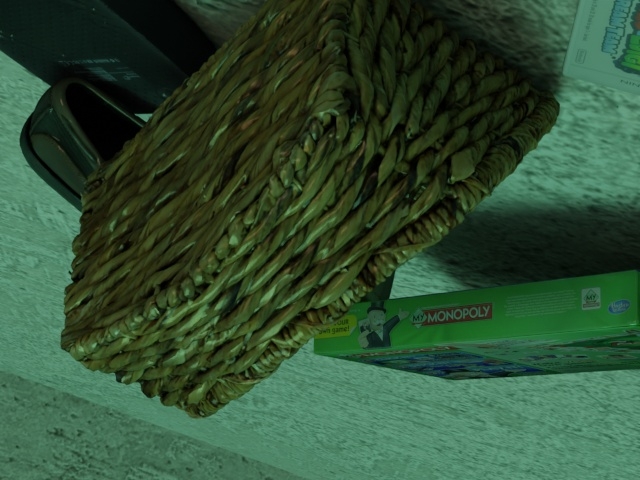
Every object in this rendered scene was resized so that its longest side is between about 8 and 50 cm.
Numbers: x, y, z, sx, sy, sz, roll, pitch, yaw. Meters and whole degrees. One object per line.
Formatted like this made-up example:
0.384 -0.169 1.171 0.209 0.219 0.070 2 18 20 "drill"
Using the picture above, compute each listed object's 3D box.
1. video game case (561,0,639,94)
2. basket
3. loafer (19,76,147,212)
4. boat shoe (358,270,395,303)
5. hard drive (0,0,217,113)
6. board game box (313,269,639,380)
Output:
0.212 -0.110 0.815 0.143 0.019 0.157 16 165 8 "video game case"
0.000 0.000 0.969 0.223 0.213 0.299 31 126 -28 "basket"
-0.115 -0.028 1.151 0.267 0.096 0.084 35 146 -5 "loafer"
0.008 -0.010 1.248 0.091 0.109 0.305 11 163 12 "boat shoe"
-0.195 -0.175 1.085 0.172 0.054 0.254 3 156 40 "hard drive"
0.182 0.080 1.259 0.317 0.046 0.213 -8 163 40 "board game box"
